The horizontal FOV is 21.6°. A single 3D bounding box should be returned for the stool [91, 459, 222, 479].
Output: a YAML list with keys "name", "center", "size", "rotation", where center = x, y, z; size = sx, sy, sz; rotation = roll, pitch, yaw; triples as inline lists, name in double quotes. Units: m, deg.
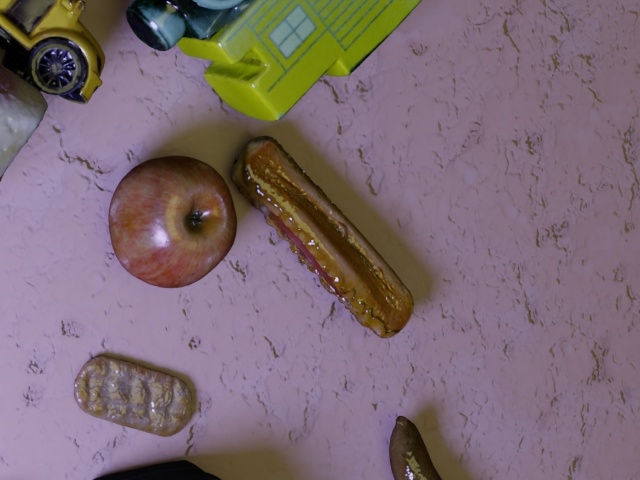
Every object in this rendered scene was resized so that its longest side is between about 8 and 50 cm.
- name: "stool"
  center: [-0.173, 0.362, 1.860]
  size: [0.232, 0.141, 0.232]
  rotation: [-2, 96, -25]

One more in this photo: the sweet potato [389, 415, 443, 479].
- name: "sweet potato"
  center: [0.142, 0.311, 2.047]
  size: [0.249, 0.059, 0.069]
  rotation: [51, 62, -24]

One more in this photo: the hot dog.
- name: "hot dog"
  center: [0.001, -0.001, 1.949]
  size: [0.289, 0.068, 0.083]
  rotation: [49, 52, -16]

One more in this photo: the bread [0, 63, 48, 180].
- name: "bread"
  center: [-0.456, -0.160, 1.651]
  size: [0.338, 0.155, 0.187]
  rotation: [36, 88, -14]

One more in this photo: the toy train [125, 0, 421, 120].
- name: "toy train"
  center: [-0.013, -0.332, 1.861]
  size: [0.442, 0.179, 0.272]
  rotation: [-47, 119, -14]

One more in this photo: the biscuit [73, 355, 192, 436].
- name: "biscuit"
  center: [-0.210, 0.176, 1.894]
  size: [0.147, 0.018, 0.071]
  rotation: [20, 85, -25]

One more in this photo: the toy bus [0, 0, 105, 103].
- name: "toy bus"
  center: [-0.343, -0.283, 1.723]
  size: [0.331, 0.145, 0.151]
  rotation: [40, 80, -22]

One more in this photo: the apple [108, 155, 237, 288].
- name: "apple"
  center: [-0.161, -0.023, 1.837]
  size: [0.146, 0.131, 0.146]
  rotation: [0, 89, -27]
